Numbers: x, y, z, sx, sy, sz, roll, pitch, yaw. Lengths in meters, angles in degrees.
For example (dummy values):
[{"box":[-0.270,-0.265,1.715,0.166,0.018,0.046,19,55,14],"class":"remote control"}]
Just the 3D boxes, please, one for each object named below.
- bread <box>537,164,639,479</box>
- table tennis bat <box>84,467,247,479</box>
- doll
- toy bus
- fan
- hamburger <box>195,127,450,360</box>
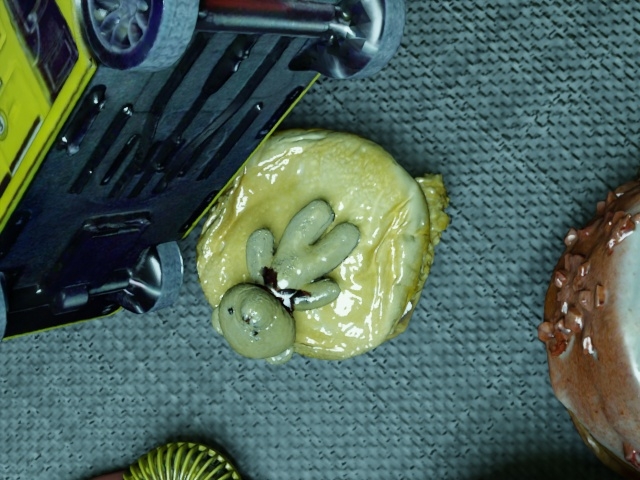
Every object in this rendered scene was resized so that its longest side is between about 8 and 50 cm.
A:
[{"box":[0.239,0.050,0.509,0.211,0.142,0.224,-27,84,-12],"class":"bread"},{"box":[-0.158,0.322,0.563,0.414,0.051,0.268,-41,83,0],"class":"table tennis bat"},{"box":[-0.021,0.023,0.503,0.061,0.051,0.093,37,69,9],"class":"doll"},{"box":[-0.110,-0.073,0.455,0.331,0.145,0.151,-45,66,38],"class":"toy bus"},{"box":[-0.103,0.197,0.535,0.082,0.039,0.155,27,85,7],"class":"fan"},{"box":[0.000,0.000,0.553,0.147,0.083,0.138,17,94,7],"class":"hamburger"}]
